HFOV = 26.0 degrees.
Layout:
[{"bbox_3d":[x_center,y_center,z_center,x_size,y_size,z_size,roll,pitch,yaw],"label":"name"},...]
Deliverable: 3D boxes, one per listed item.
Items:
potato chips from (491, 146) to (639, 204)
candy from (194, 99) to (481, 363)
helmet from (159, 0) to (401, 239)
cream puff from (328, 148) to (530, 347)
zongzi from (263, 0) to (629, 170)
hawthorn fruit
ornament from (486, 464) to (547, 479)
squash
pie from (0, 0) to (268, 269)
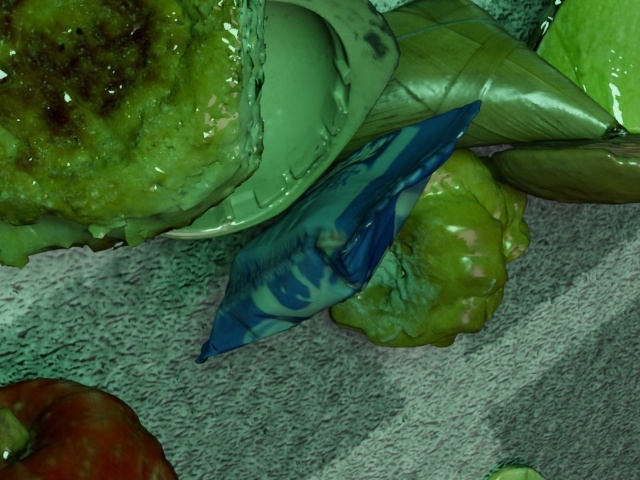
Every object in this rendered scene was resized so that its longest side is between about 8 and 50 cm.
[{"bbox_3d":[0.233,-0.055,1.188,0.150,0.202,0.049,-3,93,-42],"label":"potato chips"},{"bbox_3d":[0.000,0.000,1.113,0.077,0.331,0.187,45,58,-9],"label":"candy"},{"bbox_3d":[-0.074,-0.135,1.069,0.204,0.137,0.257,27,119,-36],"label":"helmet"},{"bbox_3d":[0.112,-0.001,1.291,0.195,0.195,0.221,-17,131,-29],"label":"cream puff"},{"bbox_3d":[0.092,-0.098,1.154,0.228,0.256,0.115,-31,140,-17],"label":"zongzi"},{"bbox_3d":[-0.221,0.244,1.143,0.258,0.258,0.261,-3,92,-36],"label":"hawthorn fruit"},{"bbox_3d":[0.236,0.371,1.703,0.180,0.059,0.201,-49,137,3],"label":"ornament"},{"bbox_3d":[0.290,-0.236,1.293,0.233,0.210,0.309,9,82,-64],"label":"squash"},{"bbox_3d":[-0.178,-0.141,0.930,0.103,0.288,0.354,-53,149,-70],"label":"pie"}]
